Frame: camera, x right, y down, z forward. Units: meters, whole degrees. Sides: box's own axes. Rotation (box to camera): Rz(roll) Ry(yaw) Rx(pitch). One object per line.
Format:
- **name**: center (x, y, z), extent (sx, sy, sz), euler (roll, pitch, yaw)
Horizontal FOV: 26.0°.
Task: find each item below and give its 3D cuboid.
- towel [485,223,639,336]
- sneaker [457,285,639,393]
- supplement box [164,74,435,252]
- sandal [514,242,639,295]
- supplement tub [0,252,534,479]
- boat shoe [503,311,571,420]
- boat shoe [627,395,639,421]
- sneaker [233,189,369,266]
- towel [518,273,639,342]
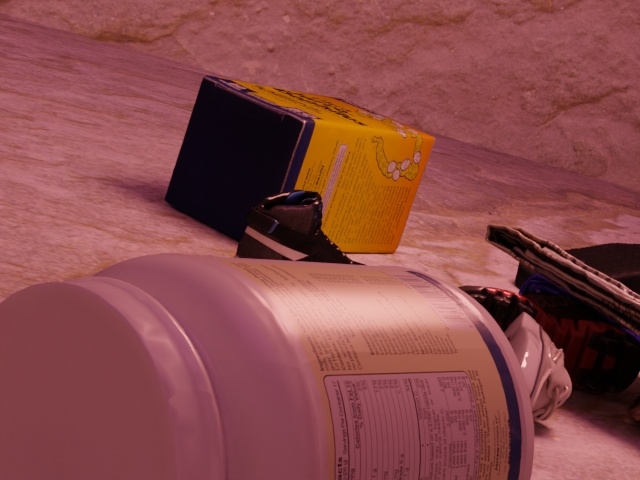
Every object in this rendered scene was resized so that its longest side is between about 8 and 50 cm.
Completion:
- **towel**: center (0.390, 0.083, 1.749), extent (0.312, 0.056, 0.324), euler (35, 5, 34)
- **sneaker**: center (0.262, 0.112, 1.734), extent (0.276, 0.097, 0.135), euler (17, 12, -20)
- **supplement box**: center (-0.022, -0.106, 2.036), extent (0.194, 0.195, 0.356), euler (26, 14, 31)
- **sandal**: center (0.509, 0.076, 2.311), extent (0.446, 0.107, 0.167), euler (-2, 22, -28)
- **supplement tub**: center (-0.042, 0.128, 0.866), extent (0.235, 0.235, 0.325), euler (28, 15, 38)
- **boat shoe**: center (0.230, 0.156, 1.524), extent (0.088, 0.096, 0.267), euler (38, 11, 1)
- **boat shoe**: center (0.419, 0.203, 1.680), extent (0.060, 0.064, 0.178), euler (53, 22, 9)
- **sneaker**: center (0.000, 0.000, 1.774), extent (0.217, 0.121, 0.079), euler (9, 16, -38)
- **towel**: center (0.476, 0.121, 2.069), extent (0.308, 0.076, 0.227), euler (13, 14, -26)
